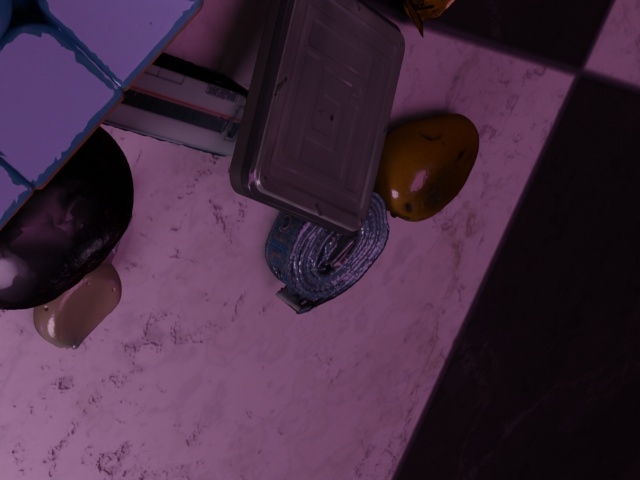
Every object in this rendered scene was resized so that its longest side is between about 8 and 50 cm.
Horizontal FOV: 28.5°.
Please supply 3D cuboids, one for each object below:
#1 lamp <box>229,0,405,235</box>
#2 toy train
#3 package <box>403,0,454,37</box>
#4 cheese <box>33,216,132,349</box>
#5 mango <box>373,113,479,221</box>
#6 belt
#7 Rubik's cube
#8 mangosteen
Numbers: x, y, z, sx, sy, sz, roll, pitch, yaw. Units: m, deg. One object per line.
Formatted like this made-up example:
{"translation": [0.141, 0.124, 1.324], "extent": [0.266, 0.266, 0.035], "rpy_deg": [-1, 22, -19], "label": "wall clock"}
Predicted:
{"translation": [0.002, -0.157, 1.466], "extent": [0.266, 0.047, 0.269], "rpy_deg": [20, 82, -58], "label": "lamp"}
{"translation": [-0.236, -0.170, 1.281], "extent": [0.407, 0.086, 0.088], "rpy_deg": [14, 109, -48], "label": "toy train"}
{"translation": [0.144, -0.326, 1.577], "extent": [0.131, 0.047, 0.071], "rpy_deg": [-50, 143, -3], "label": "package"}
{"translation": [-0.259, 0.044, 1.434], "extent": [0.171, 0.047, 0.092], "rpy_deg": [-52, 144, -7], "label": "cheese"}
{"translation": [0.146, -0.104, 1.697], "extent": [0.195, 0.098, 0.137], "rpy_deg": [-38, 134, -27], "label": "mango"}
{"translation": [0.006, -0.006, 1.635], "extent": [0.163, 0.082, 0.148], "rpy_deg": [-27, 121, -22], "label": "belt"}
{"translation": [-0.318, -0.185, 0.962], "extent": [0.292, 0.291, 0.290], "rpy_deg": [-49, 117, -8], "label": "Rubik's cube"}
{"translation": [-0.299, -0.040, 1.232], "extent": [0.216, 0.216, 0.216], "rpy_deg": [-25, 132, -31], "label": "mangosteen"}
